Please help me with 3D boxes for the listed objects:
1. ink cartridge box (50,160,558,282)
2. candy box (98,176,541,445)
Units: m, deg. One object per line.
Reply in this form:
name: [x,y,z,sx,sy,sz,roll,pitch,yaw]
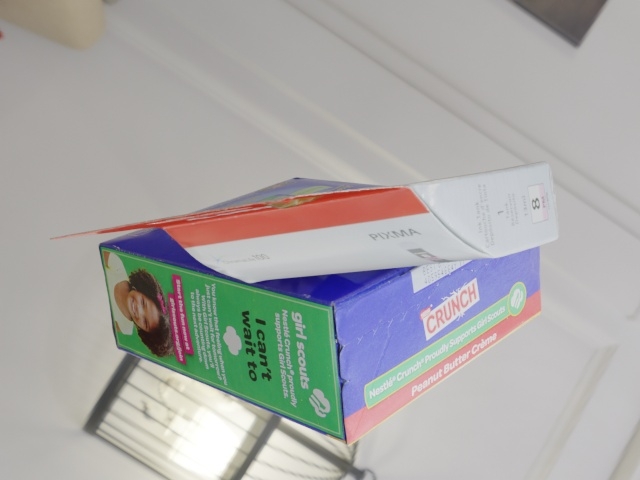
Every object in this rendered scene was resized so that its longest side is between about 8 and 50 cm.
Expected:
ink cartridge box: [0.000,0.000,0.489,0.189,0.066,0.232,-8,-174,41]
candy box: [-0.002,0.036,0.785,0.268,0.122,0.317,-22,-159,-40]
